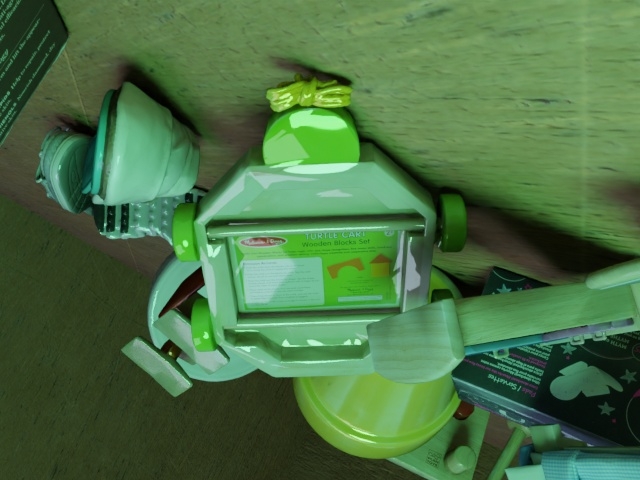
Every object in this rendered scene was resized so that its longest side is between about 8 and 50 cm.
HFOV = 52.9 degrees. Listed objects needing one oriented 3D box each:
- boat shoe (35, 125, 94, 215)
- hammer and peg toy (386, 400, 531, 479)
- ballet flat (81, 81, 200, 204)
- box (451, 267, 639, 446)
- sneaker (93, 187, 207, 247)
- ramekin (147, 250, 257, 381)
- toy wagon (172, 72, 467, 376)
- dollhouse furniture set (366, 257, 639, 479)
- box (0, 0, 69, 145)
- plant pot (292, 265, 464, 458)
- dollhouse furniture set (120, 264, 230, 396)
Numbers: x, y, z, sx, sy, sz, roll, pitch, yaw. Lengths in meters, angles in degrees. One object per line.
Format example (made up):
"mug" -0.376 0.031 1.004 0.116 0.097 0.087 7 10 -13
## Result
"boat shoe" -0.412 -0.113 1.052 0.103 0.118 0.320 26 173 -8
"hammer and peg toy" 0.213 0.285 1.087 0.361 0.266 0.127 26 147 3
"ballet flat" -0.214 -0.099 0.784 0.139 0.139 0.400 31 169 -19
"box" 0.291 0.158 0.738 0.247 0.142 0.163 20 164 22
"sneaker" -0.229 -0.038 1.062 0.292 0.110 0.118 13 -173 24
"ramekin" -0.192 0.115 1.200 0.273 0.273 0.127 34 176 -27
"toy wagon" 0.000 0.000 0.613 0.267 0.068 0.344 -2 126 0
"dollhouse furniture set" 0.198 0.184 0.487 0.198 0.303 0.286 -6 167 -22
"box" -0.352 -0.197 0.547 0.168 0.167 0.203 26 165 1
"plant pot" 0.093 0.148 0.891 0.254 0.254 0.239 24 149 8
"dollhouse furniture set" -0.121 0.023 0.814 0.135 0.262 0.259 44 126 -15
